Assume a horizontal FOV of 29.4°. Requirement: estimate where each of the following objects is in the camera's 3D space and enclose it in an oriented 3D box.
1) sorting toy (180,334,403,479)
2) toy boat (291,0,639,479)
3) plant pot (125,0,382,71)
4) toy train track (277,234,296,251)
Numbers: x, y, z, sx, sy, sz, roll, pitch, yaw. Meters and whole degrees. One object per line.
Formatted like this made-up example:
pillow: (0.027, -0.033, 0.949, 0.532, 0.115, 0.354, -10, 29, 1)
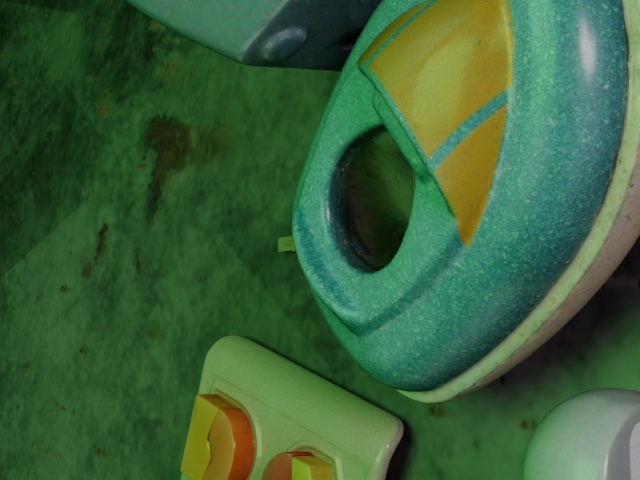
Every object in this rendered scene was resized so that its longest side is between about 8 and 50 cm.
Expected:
sorting toy: (-0.042, 0.181, 0.765, 0.193, 0.038, 0.208, 21, 97, 51)
toy boat: (0.088, 0.001, 0.547, 0.318, 0.148, 0.267, 57, 134, 37)
plant pot: (-0.009, -0.233, 0.682, 0.248, 0.247, 0.252, -43, 66, 35)
toy train track: (0.000, 0.000, 0.780, 0.083, 0.014, 0.048, -8, 82, 55)
